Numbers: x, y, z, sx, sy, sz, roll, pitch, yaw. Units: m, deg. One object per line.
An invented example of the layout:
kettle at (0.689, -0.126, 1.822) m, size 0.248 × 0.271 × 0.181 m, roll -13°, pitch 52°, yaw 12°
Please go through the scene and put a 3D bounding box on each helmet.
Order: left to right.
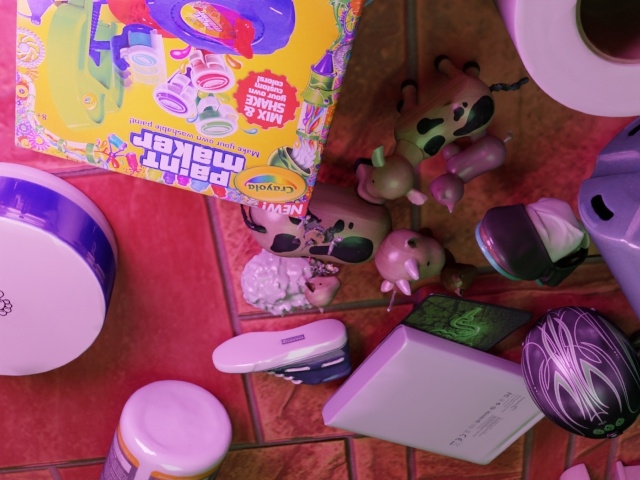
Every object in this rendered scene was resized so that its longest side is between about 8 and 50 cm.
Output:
helmet at (0.354, 0.176, 1.205) m, size 0.169 × 0.169 × 0.161 m, roll -29°, pitch 126°, yaw 18°

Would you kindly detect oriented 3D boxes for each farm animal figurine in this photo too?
farm animal figurine at (0.064, -0.033, 1.015) m, size 0.327 × 0.172 × 0.330 m, roll -2°, pitch 129°, yaw -2°

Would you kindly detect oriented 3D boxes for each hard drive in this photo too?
hard drive at (0.185, 0.236, 1.301) m, size 0.307 × 0.040 × 0.203 m, roll 21°, pitch 125°, yaw -28°

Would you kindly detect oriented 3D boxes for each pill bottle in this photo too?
pill bottle at (-0.242, 0.350, 1.311) m, size 0.162 × 0.162 × 0.278 m, roll 14°, pitch 127°, yaw -15°

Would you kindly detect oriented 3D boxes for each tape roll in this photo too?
tape roll at (0.288, -0.264, 0.848) m, size 0.246 × 0.169 × 0.246 m, roll -2°, pitch 128°, yaw -2°

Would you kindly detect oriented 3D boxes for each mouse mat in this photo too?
mouse mat at (0.182, 0.122, 1.209) m, size 0.153 × 0.007 × 0.189 m, roll 12°, pitch 151°, yaw -13°

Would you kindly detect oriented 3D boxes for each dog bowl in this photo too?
dog bowl at (-0.388, 0.041, 1.086) m, size 0.265 × 0.104 × 0.265 m, roll -2°, pitch 129°, yaw -2°

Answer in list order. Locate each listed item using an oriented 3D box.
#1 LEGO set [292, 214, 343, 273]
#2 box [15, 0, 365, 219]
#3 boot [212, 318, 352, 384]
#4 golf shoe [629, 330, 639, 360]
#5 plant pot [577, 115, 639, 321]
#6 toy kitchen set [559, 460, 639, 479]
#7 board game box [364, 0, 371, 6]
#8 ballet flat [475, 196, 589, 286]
LEGO set at (-0.002, 0.001, 0.952) m, size 0.054 × 0.023 × 0.083 m, roll 12°, pitch 135°, yaw 6°
box at (-0.112, -0.209, 0.832) m, size 0.290 × 0.177 × 0.279 m, roll 14°, pitch 128°, yaw -2°
boot at (-0.050, 0.172, 1.237) m, size 0.190 × 0.069 × 0.086 m, roll -10°, pitch 126°, yaw 2°
golf shoe at (0.444, 0.205, 1.286) m, size 0.077 × 0.094 × 0.198 m, roll 31°, pitch 122°, yaw -27°
plant pot at (0.487, 0.020, 1.009) m, size 0.341 × 0.341 × 0.334 m, roll -32°, pitch 116°, yaw 20°
toy kitchen set at (0.495, 0.483, 1.494) m, size 0.166 × 0.122 × 0.207 m, roll -6°, pitch 129°, yaw 1°
board game box at (0.009, -0.281, 0.901) m, size 0.169 × 0.033 × 0.133 m, roll -35°, pitch 123°, yaw 22°
ballet flat at (0.261, -0.004, 1.044) m, size 0.096 × 0.095 × 0.280 m, roll -31°, pitch 163°, yaw 19°
